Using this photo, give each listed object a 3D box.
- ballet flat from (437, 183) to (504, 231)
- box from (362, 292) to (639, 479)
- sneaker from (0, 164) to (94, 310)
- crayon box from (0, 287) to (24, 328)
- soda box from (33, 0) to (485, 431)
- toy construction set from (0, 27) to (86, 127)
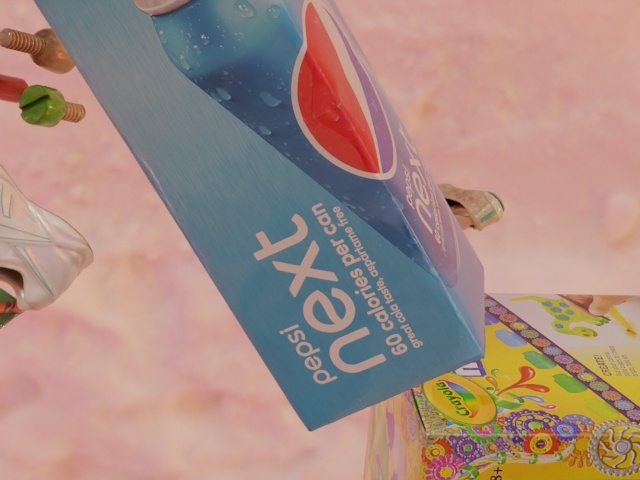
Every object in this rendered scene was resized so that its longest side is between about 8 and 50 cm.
[{"bbox_3d":[0.160,-0.038,1.957,0.052,0.168,0.057,-39,105,-18],"label":"ballet flat"},{"bbox_3d":[0.169,0.197,0.986,0.279,0.177,0.290,1,114,-7],"label":"box"},{"bbox_3d":[-0.219,-0.015,1.044,0.152,0.054,0.061,41,67,-15],"label":"sneaker"},{"bbox_3d":[-0.452,0.070,1.460,0.318,0.202,0.081,-34,136,-36],"label":"crayon box"},{"bbox_3d":[-0.021,-0.044,0.539,0.071,0.067,0.210,-24,114,16],"label":"soda box"},{"bbox_3d":[-0.240,-0.238,1.310,0.309,0.257,0.237,-53,152,19],"label":"toy construction set"}]
